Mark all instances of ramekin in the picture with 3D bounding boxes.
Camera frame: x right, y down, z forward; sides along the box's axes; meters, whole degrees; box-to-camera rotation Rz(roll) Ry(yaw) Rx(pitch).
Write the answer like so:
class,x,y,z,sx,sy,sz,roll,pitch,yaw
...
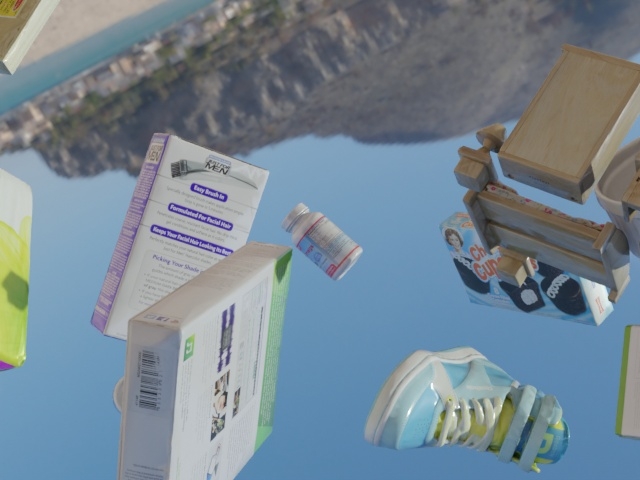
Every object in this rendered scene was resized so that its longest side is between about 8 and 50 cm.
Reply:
class,x,y,z,sx,sy,sz,roll,pitch,yaw
ramekin,0.455,-0.057,1.357,0.207,0.109,0.207,-23,-157,11

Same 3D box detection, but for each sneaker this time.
class,x,y,z,sx,sy,sz,roll,pitch,yaw
sneaker,0.206,0.233,1.417,0.208,0.127,0.319,28,-160,27

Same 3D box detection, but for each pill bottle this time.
class,x,y,z,sx,sy,sz,roll,pitch,yaw
pill bottle,0.000,0.000,2.196,0.087,0.160,0.087,-48,172,-8
pill bottle,-0.272,0.228,1.603,0.067,0.067,0.120,-32,179,-15

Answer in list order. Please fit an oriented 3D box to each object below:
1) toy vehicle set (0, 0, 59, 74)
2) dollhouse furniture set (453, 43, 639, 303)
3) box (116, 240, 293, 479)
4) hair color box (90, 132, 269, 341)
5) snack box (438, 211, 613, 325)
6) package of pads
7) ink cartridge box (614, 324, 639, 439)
class,x,y,z,sx,sy,sz,roll,pitch,yaw
toy vehicle set,-0.538,-0.402,1.865,0.166,0.035,0.267,11,-119,23
dollhouse furniture set,0.353,-0.051,1.347,0.303,0.355,0.174,24,-109,32
box,-0.111,0.146,1.106,0.058,0.232,0.322,11,-165,15
hair color box,-0.233,0.011,1.799,0.110,0.185,0.339,18,-91,65
snack box,0.374,0.047,2.019,0.060,0.187,0.322,-37,-155,-28
package of pads,-0.490,0.018,1.463,0.101,0.296,0.229,-15,154,20
ink cartridge box,0.605,0.235,1.740,0.097,0.189,0.255,14,169,-32
